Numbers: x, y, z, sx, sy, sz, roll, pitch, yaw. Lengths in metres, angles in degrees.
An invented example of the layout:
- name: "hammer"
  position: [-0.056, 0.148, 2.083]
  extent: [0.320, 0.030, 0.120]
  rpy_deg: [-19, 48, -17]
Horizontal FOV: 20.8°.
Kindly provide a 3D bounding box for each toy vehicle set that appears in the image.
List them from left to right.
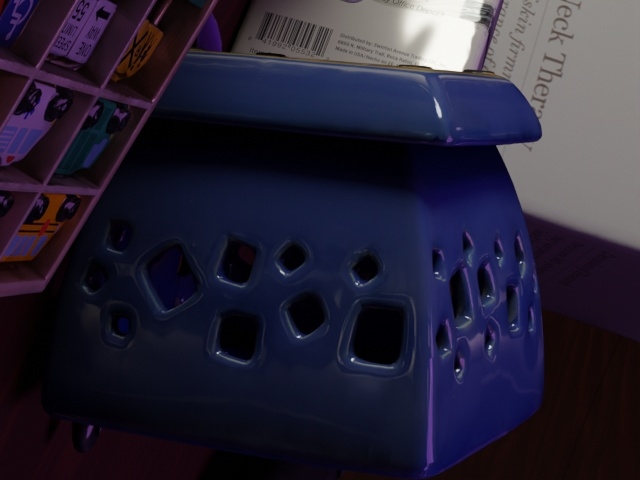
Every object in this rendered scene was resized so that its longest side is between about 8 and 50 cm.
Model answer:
- name: "toy vehicle set"
  position: [-0.117, -0.055, 0.659]
  extent: [0.166, 0.035, 0.267]
  rpy_deg: [-59, 173, 5]

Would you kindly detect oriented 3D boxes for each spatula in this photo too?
- name: "spatula"
  position: [-0.104, -0.008, 1.095]
  extent: [0.084, 0.030, 0.296]
  rpy_deg: [66, 42, -71]

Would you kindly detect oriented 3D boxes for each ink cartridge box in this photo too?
- name: "ink cartridge box"
  position: [0.036, -0.149, 1.290]
  extent: [0.100, 0.172, 0.237]
  rpy_deg: [94, 14, -63]

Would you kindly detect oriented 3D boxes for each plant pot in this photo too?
- name: "plant pot"
  position: [0.000, 0.000, 1.006]
  extent: [0.236, 0.236, 0.212]
  rpy_deg: [-11, 107, -68]

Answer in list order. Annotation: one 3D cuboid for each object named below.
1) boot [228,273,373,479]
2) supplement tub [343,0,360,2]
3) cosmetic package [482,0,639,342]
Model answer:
- name: "boot"
  position: [-0.020, 0.181, 1.880]
  extent: [0.445, 0.146, 0.367]
  rpy_deg: [-53, 157, -59]
- name: "supplement tub"
  position: [-0.002, -0.240, 0.989]
  extent: [0.117, 0.117, 0.190]
  rpy_deg: [-32, 140, -80]
- name: "cosmetic package"
  position: [0.204, -0.137, 1.585]
  extent: [0.327, 0.393, 0.329]
  rpy_deg: [119, -12, -77]
